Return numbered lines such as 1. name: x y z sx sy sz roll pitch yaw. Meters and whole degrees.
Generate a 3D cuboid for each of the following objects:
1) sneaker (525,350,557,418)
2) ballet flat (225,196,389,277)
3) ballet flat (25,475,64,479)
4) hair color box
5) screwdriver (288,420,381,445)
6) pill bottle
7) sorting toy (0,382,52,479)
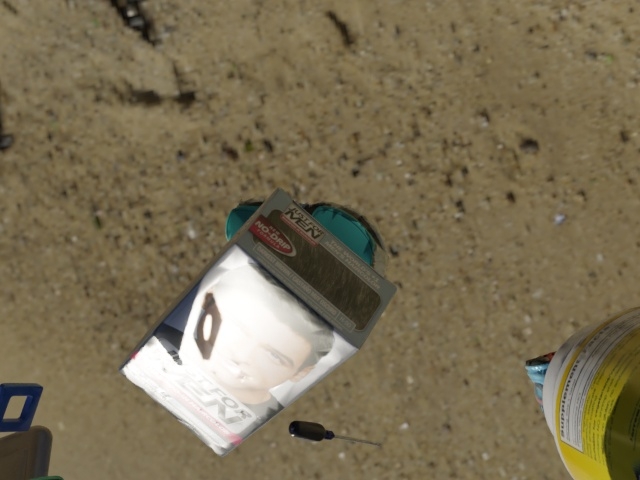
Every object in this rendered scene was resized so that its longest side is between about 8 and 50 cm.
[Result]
1. sneaker: 0.346 0.218 1.688 0.104 0.262 0.125 -17 75 26
2. ballet flat: 0.000 0.000 2.163 0.409 0.147 0.147 18 119 47
3. ballet flat: -0.339 0.285 1.167 0.077 0.231 0.077 65 147 28
4. hair color box: -0.089 0.113 1.542 0.185 0.113 0.374 40 139 -5
5. screwdriver: 0.025 0.239 1.529 0.025 0.170 0.024 -42 52 30
6. pill bottle: 0.299 0.150 1.002 0.334 0.188 0.188 -165 59 -81
7. sorting toy: -0.434 0.329 1.557 0.047 0.196 0.348 26 114 35
